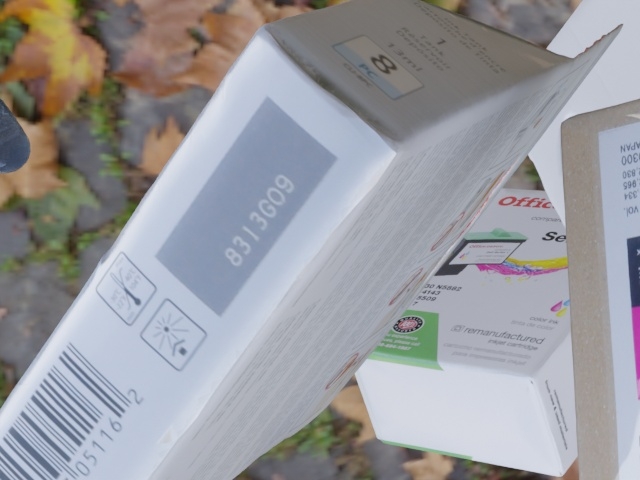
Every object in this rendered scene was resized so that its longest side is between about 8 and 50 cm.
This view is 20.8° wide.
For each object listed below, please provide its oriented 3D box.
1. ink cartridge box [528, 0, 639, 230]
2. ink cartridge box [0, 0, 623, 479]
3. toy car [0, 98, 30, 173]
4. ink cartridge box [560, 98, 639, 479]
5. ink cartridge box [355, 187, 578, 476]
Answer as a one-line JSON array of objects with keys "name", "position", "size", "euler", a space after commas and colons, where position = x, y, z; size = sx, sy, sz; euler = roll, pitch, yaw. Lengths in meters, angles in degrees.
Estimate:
[{"name": "ink cartridge box", "position": [0.361, -0.023, 1.260], "size": [0.160, 0.384, 0.279], "euler": [-57, 26, 24]}, {"name": "ink cartridge box", "position": [0.000, 0.000, 0.944], "size": [0.091, 0.385, 0.308], "euler": [41, 117, 9]}, {"name": "toy car", "position": [-0.221, -0.118, 0.923], "size": [0.149, 0.155, 0.188], "euler": [10, 112, 65]}, {"name": "ink cartridge box", "position": [0.215, 0.023, 0.730], "size": [0.234, 0.088, 0.193], "euler": [-14, 73, 49]}, {"name": "ink cartridge box", "position": [0.191, 0.073, 1.594], "size": [0.201, 0.278, 0.117], "euler": [6, 127, 39]}]
